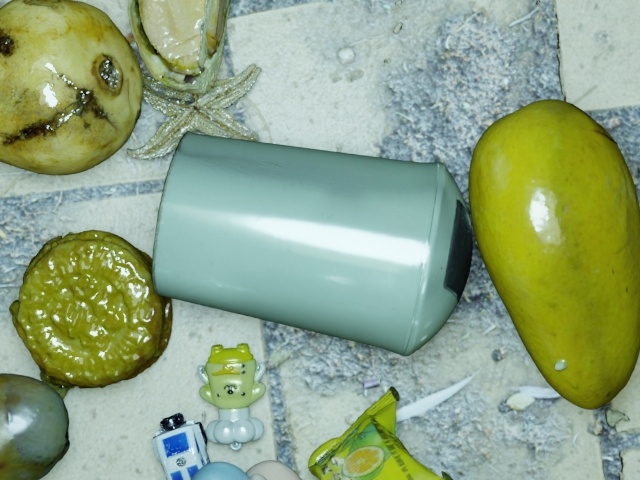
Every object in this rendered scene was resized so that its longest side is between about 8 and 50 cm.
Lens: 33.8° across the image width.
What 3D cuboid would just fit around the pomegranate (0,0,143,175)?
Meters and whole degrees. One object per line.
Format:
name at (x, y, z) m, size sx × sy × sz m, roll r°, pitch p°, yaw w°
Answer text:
pomegranate at (-0.383, -0.222, 1.511) m, size 0.260 × 0.260 × 0.260 m, roll 0°, pitch 91°, yaw -1°

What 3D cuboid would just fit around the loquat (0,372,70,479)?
loquat at (-0.477, 0.284, 1.543) m, size 0.227 × 0.179 × 0.179 m, roll -25°, pitch 91°, yaw 4°

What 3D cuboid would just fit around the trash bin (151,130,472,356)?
trash bin at (0.000, 0.000, 1.501) m, size 0.432 × 0.280 × 0.280 m, roll 10°, pitch 91°, yaw 2°

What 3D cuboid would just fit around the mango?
mango at (0.350, 0.022, 1.495) m, size 0.220 × 0.301 × 0.445 m, roll -15°, pitch 91°, yaw 26°

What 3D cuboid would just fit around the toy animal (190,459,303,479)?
toy animal at (-0.074, 0.434, 1.512) m, size 0.210 × 0.221 × 0.229 m, roll -45°, pitch 124°, yaw -6°

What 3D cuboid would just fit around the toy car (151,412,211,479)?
toy car at (-0.202, 0.346, 1.600) m, size 0.080 × 0.070 × 0.171 m, roll -18°, pitch 92°, yaw -1°

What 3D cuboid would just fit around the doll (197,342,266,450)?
doll at (-0.133, 0.239, 1.604) m, size 0.106 × 0.062 × 0.162 m, roll -4°, pitch 92°, yaw 4°

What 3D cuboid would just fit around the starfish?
starfish at (-0.200, -0.206, 1.602) m, size 0.240 × 0.043 × 0.227 m, roll -40°, pitch 78°, yaw -11°

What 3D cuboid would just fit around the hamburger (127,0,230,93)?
hamburger at (-0.208, -0.315, 1.561) m, size 0.155 × 0.135 × 0.208 m, roll 0°, pitch 87°, yaw 13°

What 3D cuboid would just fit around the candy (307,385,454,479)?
candy at (0.074, 0.325, 1.499) m, size 0.187 × 0.297 × 0.081 m, roll -38°, pitch 109°, yaw 0°

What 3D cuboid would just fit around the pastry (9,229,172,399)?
pastry at (-0.342, 0.104, 1.563) m, size 0.235 × 0.132 × 0.240 m, roll -19°, pitch 90°, yaw -2°
